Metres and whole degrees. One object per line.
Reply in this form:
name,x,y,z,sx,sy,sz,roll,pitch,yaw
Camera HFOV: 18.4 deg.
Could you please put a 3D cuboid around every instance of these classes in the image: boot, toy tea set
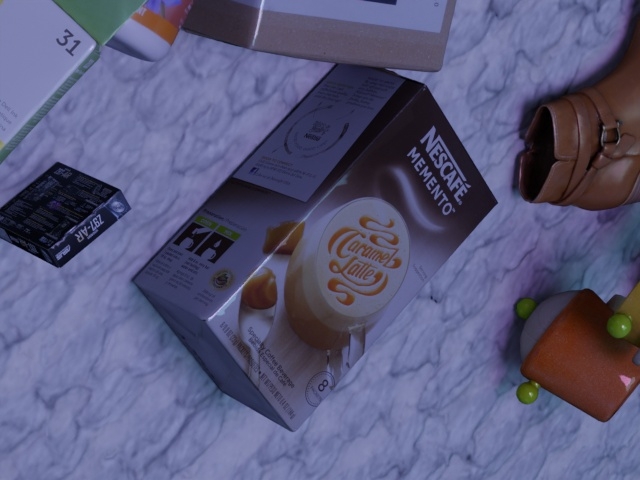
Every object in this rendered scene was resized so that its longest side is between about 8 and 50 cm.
boot,0.244,-0.118,1.673,0.152,0.073,0.197,-3,105,-35
toy tea set,0.288,0.015,1.734,0.336,0.124,0.200,-41,164,-44

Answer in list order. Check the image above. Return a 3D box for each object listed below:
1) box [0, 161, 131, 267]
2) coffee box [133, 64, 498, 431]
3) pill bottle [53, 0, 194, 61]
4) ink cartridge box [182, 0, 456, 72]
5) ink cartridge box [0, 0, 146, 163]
box,-0.178,-0.018,1.347,0.067,0.083,0.018,-42,127,-22
coffee box,0.000,0.000,1.492,0.246,0.098,0.141,-48,130,-16
pill bottle,-0.111,-0.237,1.298,0.121,0.121,0.216,28,87,-42
ink cartridge box,0.018,-0.248,1.424,0.193,0.088,0.234,1,106,-41
ink cartridge box,-0.196,-0.173,1.207,0.171,0.056,0.235,43,92,-2
